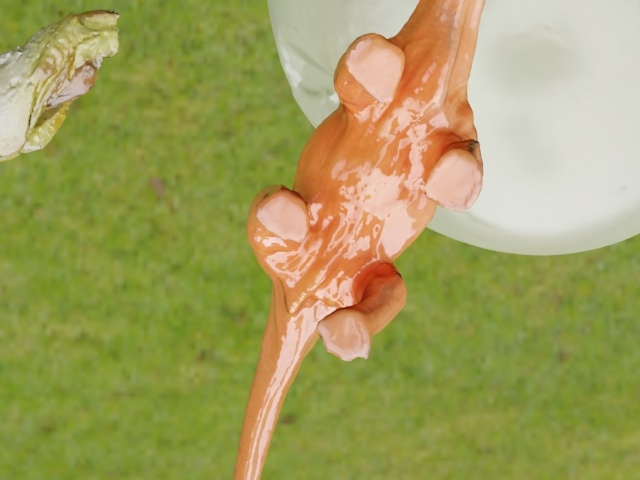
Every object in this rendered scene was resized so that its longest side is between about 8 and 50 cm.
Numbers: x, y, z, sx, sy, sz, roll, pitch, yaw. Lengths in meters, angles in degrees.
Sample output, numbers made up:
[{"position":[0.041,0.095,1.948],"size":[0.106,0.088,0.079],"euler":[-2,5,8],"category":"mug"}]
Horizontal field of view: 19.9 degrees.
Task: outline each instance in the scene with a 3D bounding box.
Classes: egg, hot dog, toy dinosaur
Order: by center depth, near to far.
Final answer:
[{"position":[0.006,0.003,0.527],"size":[0.055,0.101,0.280],"euler":[25,99,1],"category":"toy dinosaur"},{"position":[0.086,-0.113,0.783],"size":[0.219,0.219,0.269],"euler":[-7,126,10],"category":"egg"},{"position":[-0.186,-0.078,1.073],"size":[0.169,0.061,0.078],"euler":[-22,174,9],"category":"hot dog"}]
